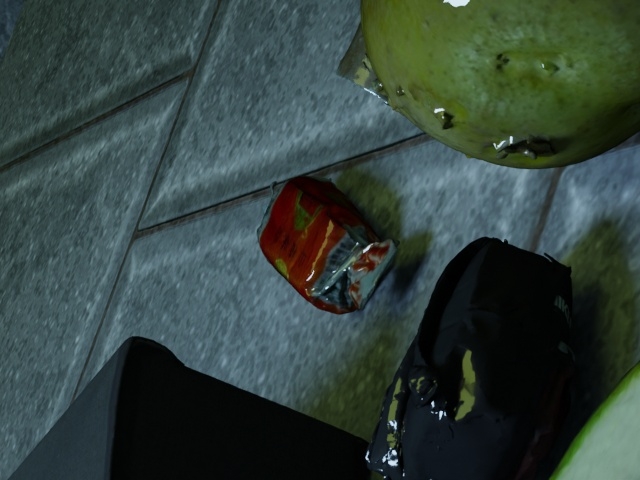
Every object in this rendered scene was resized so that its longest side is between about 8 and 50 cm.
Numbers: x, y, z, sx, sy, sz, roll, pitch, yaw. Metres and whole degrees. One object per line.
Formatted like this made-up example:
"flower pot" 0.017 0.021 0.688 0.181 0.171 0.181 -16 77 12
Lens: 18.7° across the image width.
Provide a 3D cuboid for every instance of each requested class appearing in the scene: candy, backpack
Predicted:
"candy" 0.000 0.001 1.558 0.086 0.059 0.292 -65 21 7
"backpack" 0.104 0.078 1.179 0.120 0.106 0.165 108 -171 -52

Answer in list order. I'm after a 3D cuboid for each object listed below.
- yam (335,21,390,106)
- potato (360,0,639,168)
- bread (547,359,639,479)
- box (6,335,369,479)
"yam" 0.103 -0.222 1.525 0.259 0.093 0.093 -64 22 1
"potato" 0.147 -0.197 1.235 0.270 0.219 0.359 -41 23 28
"bread" 0.187 0.200 0.811 0.382 0.129 0.366 -56 18 25
"box" -0.138 0.288 1.368 0.345 0.204 0.251 -48 28 36
